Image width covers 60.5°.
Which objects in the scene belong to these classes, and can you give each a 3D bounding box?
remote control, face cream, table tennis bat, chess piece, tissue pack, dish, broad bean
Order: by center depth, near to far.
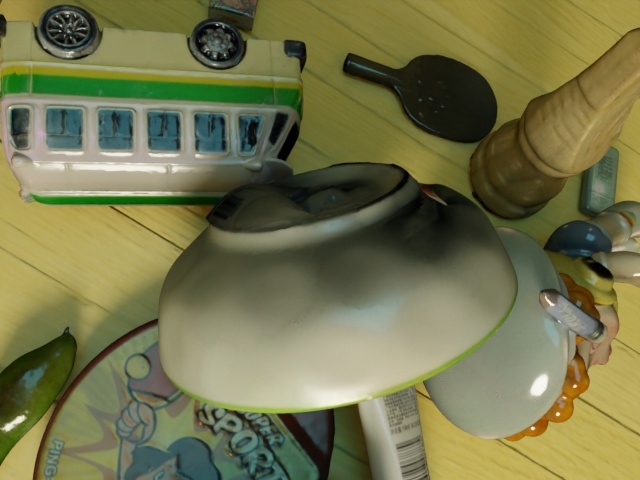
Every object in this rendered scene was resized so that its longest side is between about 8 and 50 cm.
[{"bbox_3d":[0.000,0.000,0.489,0.324,0.324,0.124,-21,111,-20],"label":"dish"},{"bbox_3d":[-0.308,0.190,0.502,0.065,0.046,0.255,25,69,5],"label":"broad bean"},{"bbox_3d":[-0.084,0.178,0.567,0.414,0.051,0.268,-36,86,-20],"label":"table tennis bat"},{"bbox_3d":[0.075,0.203,0.572,0.092,0.058,0.244,-2,80,-38],"label":"face cream"},{"bbox_3d":[0.296,-0.140,0.636,0.137,0.301,0.137,4,69,-12],"label":"chess piece"},{"bbox_3d":[-0.114,-0.327,0.732,0.063,0.035,0.083,12,71,-11],"label":"tissue pack"},{"bbox_3d":[0.144,-0.214,0.773,0.234,0.022,0.131,16,70,-12],"label":"table tennis bat"},{"bbox_3d":[0.407,-0.088,0.799,0.053,0.018,0.125,19,69,-9],"label":"remote control"}]

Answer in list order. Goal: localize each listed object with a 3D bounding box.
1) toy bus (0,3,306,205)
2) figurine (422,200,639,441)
[{"bbox_3d":[-0.168,-0.127,0.593,0.305,0.143,0.179,-1,75,-16],"label":"toy bus"},{"bbox_3d":[0.257,0.069,0.653,0.381,0.225,0.205,-21,54,-44],"label":"figurine"}]
